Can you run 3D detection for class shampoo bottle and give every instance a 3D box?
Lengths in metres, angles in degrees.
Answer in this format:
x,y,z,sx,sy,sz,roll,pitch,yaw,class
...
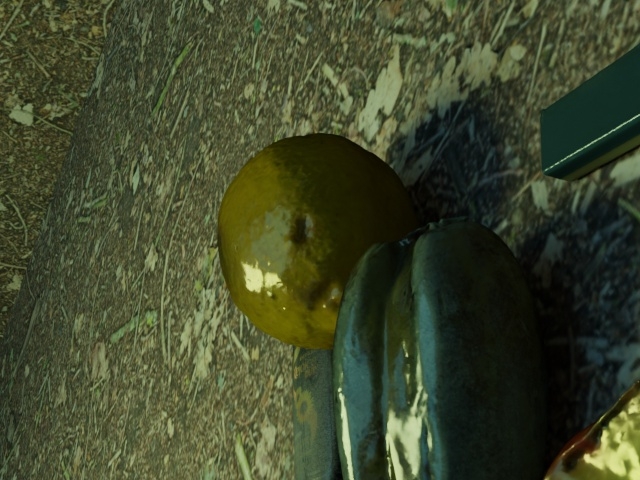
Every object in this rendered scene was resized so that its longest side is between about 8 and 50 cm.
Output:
x,y,z,sx,sy,sz,roll,pitch,yaw,class
0.003,0.149,1.041,0.087,0.049,0.234,-43,41,49,shampoo bottle

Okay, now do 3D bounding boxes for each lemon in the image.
x,y,z,sx,sy,sz,roll,pitch,yaw,class
0.000,0.000,0.952,0.257,0.188,0.188,-113,42,-56,lemon

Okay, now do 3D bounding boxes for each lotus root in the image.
x,y,z,sx,sy,sz,roll,pitch,yaw,class
0.090,0.145,0.757,0.158,0.140,0.322,-11,73,38,lotus root

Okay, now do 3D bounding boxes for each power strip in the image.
x,y,z,sx,sy,sz,roll,pitch,yaw,class
0.201,-0.087,0.738,0.123,0.032,0.056,-35,47,57,power strip

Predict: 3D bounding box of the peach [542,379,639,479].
x,y,z,sx,sy,sz,roll,pitch,yaw,class
0.191,0.209,0.472,0.159,0.153,0.267,-48,44,47,peach
